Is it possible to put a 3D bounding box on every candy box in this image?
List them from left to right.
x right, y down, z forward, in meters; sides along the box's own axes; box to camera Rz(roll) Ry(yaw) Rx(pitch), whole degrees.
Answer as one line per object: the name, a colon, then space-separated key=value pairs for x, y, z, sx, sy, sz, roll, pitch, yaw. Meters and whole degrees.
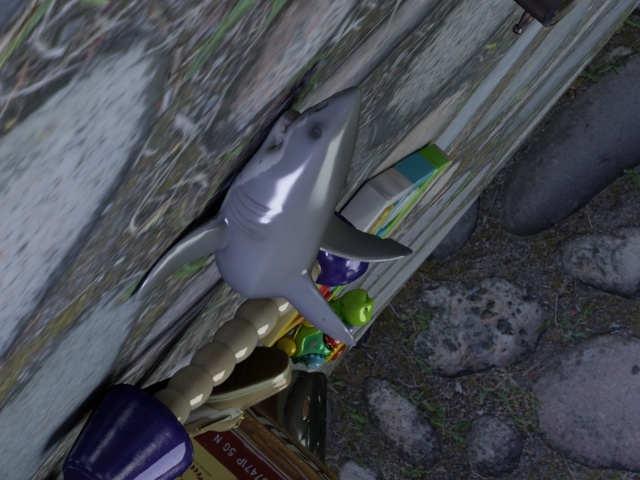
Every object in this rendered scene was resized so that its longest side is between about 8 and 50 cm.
candy box: x=-0.069 y=0.217 z=1.436 sx=0.087 sy=0.183 sz=0.316 roll=-48 pitch=174 yaw=0

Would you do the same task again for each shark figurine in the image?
shark figurine: x=-0.010 y=0.016 z=0.939 sx=0.166 sy=0.116 sz=0.278 roll=-47 pitch=172 yaw=-4

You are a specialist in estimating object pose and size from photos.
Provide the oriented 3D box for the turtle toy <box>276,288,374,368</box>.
turtle toy: x=0.009 y=0.104 z=1.840 sx=0.130 sy=0.066 sz=0.095 roll=-50 pitch=174 yaw=19

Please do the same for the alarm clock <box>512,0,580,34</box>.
alarm clock: x=0.177 y=-0.216 z=1.022 sx=0.129 sy=0.064 sz=0.192 roll=-46 pitch=176 yaw=-17

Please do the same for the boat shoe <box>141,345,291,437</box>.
boat shoe: x=-0.078 y=0.118 z=1.143 sx=0.135 sy=0.045 sz=0.050 roll=-18 pitch=-147 yaw=18

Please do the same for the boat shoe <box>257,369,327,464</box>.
boat shoe: x=-0.057 y=0.209 z=1.841 sx=0.324 sy=0.119 sz=0.123 roll=71 pitch=21 yaw=-75

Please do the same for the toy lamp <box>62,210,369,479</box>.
toy lamp: x=-0.073 y=0.082 z=1.075 sx=0.275 sy=0.080 sz=0.080 roll=-45 pitch=173 yaw=-35

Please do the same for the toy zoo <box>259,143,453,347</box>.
toy zoo: x=0.027 y=0.004 z=1.509 sx=0.192 sy=0.030 sz=0.293 roll=-51 pitch=173 yaw=22
